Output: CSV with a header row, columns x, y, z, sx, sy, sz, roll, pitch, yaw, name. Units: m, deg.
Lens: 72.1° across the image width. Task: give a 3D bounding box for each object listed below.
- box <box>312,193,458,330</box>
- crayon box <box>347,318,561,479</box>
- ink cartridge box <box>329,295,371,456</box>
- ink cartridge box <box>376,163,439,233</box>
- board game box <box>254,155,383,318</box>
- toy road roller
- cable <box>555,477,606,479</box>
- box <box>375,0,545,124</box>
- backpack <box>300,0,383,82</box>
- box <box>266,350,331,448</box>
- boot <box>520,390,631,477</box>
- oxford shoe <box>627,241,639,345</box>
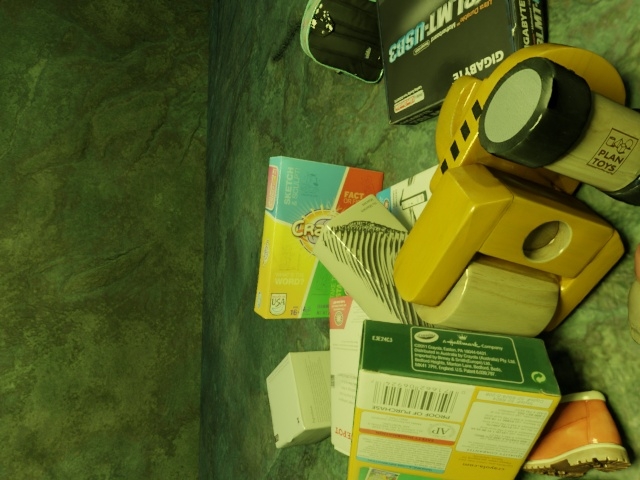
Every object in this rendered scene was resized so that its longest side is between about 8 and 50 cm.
x,y,z,sx,sy,sz,roll,pitch,yaw,name
0.119,0.070,0.664,0.275,0.113,0.094,47,150,13,box
0.142,0.249,0.568,0.083,0.203,0.322,-76,-10,-54,crayon box
0.111,0.239,0.797,0.207,0.117,0.282,-20,68,61,ink cartridge box
0.186,-0.033,0.722,0.203,0.086,0.148,-23,66,61,ink cartridge box
0.000,0.000,0.916,0.064,0.243,0.316,14,99,62,board game box
0.225,-0.065,0.540,0.240,0.203,0.329,-104,33,-57,toy road roller
0.305,0.353,0.472,0.151,0.047,0.184,15,99,63,cable
0.203,-0.367,0.707,0.296,0.074,0.293,-3,92,64,box
0.052,-0.444,0.933,0.144,0.189,0.165,62,140,47,backpack
-0.039,0.387,1.073,0.181,0.119,0.181,-55,40,45,box
0.287,0.235,0.529,0.158,0.059,0.084,122,160,-50,boot
0.393,0.113,0.298,0.348,0.123,0.130,-131,24,-53,oxford shoe
